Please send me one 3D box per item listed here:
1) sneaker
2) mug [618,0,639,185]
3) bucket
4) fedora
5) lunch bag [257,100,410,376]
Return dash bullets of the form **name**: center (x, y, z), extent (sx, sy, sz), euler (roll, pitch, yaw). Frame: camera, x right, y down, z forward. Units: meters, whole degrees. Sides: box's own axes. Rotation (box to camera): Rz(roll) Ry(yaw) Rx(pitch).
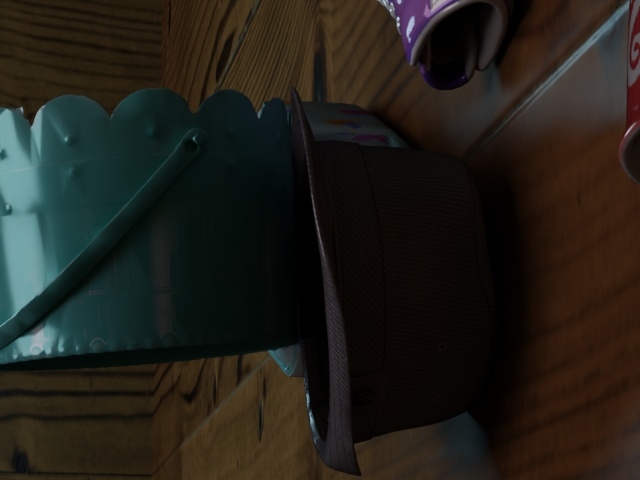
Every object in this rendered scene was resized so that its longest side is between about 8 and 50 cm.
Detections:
- **sneaker**: center (0.065, -0.182, 1.172), extent (0.282, 0.102, 0.161), euler (160, 109, -76)
- **mug**: center (0.163, -0.106, 0.657), extent (0.150, 0.113, 0.169), euler (-28, 53, 52)
- **bucket**: center (-0.144, 0.000, 1.235), extent (0.281, 0.281, 0.183), euler (147, 118, -75)
- **fedora**: center (0.050, 0.029, 1.110), extent (0.244, 0.124, 0.275), euler (-104, 10, -60)
- **lunch bag**: center (0.000, 0.000, 1.394), extent (0.279, 0.107, 0.224), euler (-132, 45, -73)
